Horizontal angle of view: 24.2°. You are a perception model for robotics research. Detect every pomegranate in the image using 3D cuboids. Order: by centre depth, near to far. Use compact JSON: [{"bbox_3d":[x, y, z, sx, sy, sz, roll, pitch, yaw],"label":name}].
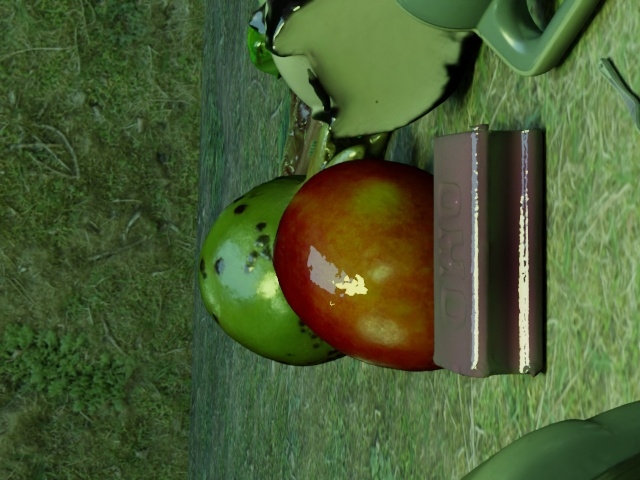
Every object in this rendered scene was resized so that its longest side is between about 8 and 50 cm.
[{"bbox_3d":[0.005,0.003,1.625,0.286,0.231,0.231,-50,25,13],"label":"pomegranate"}]

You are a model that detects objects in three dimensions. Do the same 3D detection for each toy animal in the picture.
[{"bbox_3d":[0.024,-0.228,1.428,0.267,0.212,0.213,-117,29,-57],"label":"toy animal"}]

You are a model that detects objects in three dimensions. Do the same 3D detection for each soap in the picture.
[{"bbox_3d":[0.138,0.009,1.242,0.122,0.065,0.203,-179,89,-78],"label":"soap"},{"bbox_3d":[0.005,-0.133,1.783,0.273,0.098,0.218,109,157,-57],"label":"soap"}]

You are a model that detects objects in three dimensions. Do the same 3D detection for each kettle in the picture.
[{"bbox_3d":[0.138,-0.248,1.100,0.210,0.160,0.243,47,156,18],"label":"kettle"}]

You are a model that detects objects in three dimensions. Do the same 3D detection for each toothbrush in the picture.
[{"bbox_3d":[0.211,-0.092,1.019,0.131,0.013,0.011,-106,29,-54],"label":"toothbrush"}]

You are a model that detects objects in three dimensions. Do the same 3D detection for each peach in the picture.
[{"bbox_3d":[0.072,0.026,1.412,0.190,0.226,0.196,-60,-28,-3],"label":"peach"}]

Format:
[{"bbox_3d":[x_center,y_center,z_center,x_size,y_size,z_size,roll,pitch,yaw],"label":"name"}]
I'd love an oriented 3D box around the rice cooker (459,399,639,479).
[{"bbox_3d":[0.149,0.241,0.608,0.325,0.335,0.335,119,148,-65],"label":"rice cooker"}]
